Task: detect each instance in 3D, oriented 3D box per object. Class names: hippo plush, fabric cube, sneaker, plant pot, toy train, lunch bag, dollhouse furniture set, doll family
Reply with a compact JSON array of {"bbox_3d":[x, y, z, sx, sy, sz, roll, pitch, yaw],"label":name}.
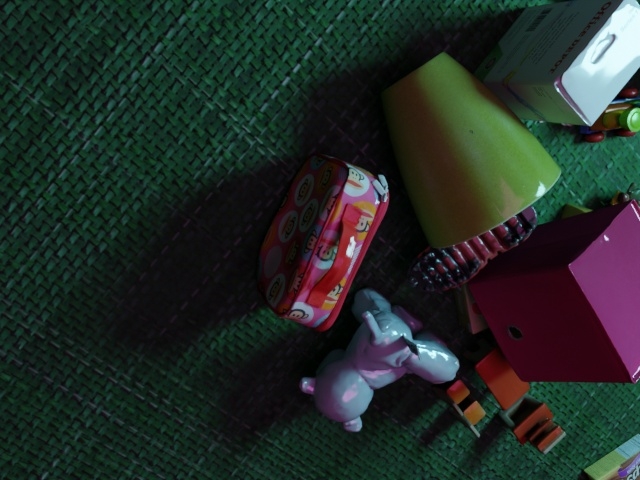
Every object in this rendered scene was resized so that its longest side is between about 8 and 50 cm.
[{"bbox_3d":[0.109,0.257,1.245,0.234,0.294,0.237,35,99,-2],"label":"hippo plush"},{"bbox_3d":[0.504,0.110,1.279,0.259,0.258,0.254,-34,98,-30],"label":"fabric cube"},{"bbox_3d":[0.292,0.009,1.286,0.276,0.135,0.098,-34,95,5],"label":"sneaker"},{"bbox_3d":[0.589,-0.029,1.435,0.081,0.083,0.082,10,99,-22],"label":"plant pot"},{"bbox_3d":[0.602,-0.252,1.349,0.247,0.143,0.105,-11,107,-17],"label":"toy train"},{"bbox_3d":[0.000,0.000,1.134,0.120,0.258,0.293,22,96,-23],"label":"lunch bag"},{"bbox_3d":[0.428,0.339,1.444,0.262,0.135,0.259,-40,113,-6],"label":"dollhouse furniture set"},{"bbox_3d":[0.242,-0.182,1.195,0.274,0.275,0.294,-35,98,-8],"label":"plant pot"},{"bbox_3d":[0.678,-0.043,1.471,0.111,0.076,0.193,-10,110,-22],"label":"doll family"}]

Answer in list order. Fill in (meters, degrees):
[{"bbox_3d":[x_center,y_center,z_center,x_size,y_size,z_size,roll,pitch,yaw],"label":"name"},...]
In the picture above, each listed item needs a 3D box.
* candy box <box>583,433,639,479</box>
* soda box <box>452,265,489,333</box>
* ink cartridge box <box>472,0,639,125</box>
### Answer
[{"bbox_3d":[0.784,0.600,1.687,0.186,0.053,0.109,-27,111,-10],"label":"candy box"},{"bbox_3d":[0.321,0.102,1.386,0.061,0.058,0.181,-19,110,-14],"label":"soda box"},{"bbox_3d":[0.435,-0.329,1.195,0.117,0.278,0.201,40,89,-24],"label":"ink cartridge box"}]
